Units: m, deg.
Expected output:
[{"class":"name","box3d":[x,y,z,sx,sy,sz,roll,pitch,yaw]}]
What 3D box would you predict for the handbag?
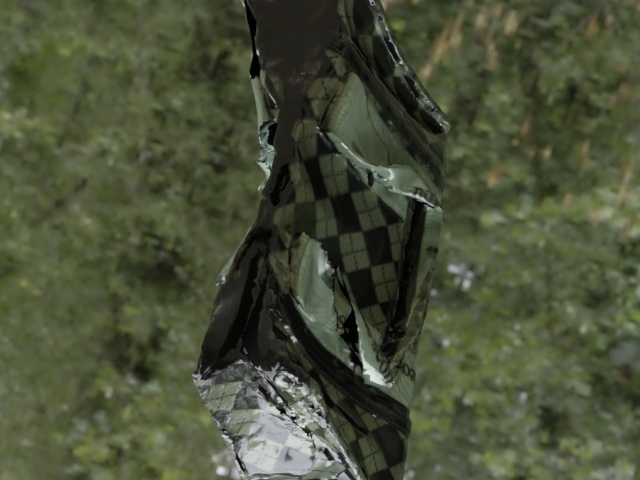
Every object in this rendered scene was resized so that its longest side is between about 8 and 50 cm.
[{"class":"handbag","box3d":[0.000,0.000,1.349,0.180,0.416,0.317,0,154,17]}]
